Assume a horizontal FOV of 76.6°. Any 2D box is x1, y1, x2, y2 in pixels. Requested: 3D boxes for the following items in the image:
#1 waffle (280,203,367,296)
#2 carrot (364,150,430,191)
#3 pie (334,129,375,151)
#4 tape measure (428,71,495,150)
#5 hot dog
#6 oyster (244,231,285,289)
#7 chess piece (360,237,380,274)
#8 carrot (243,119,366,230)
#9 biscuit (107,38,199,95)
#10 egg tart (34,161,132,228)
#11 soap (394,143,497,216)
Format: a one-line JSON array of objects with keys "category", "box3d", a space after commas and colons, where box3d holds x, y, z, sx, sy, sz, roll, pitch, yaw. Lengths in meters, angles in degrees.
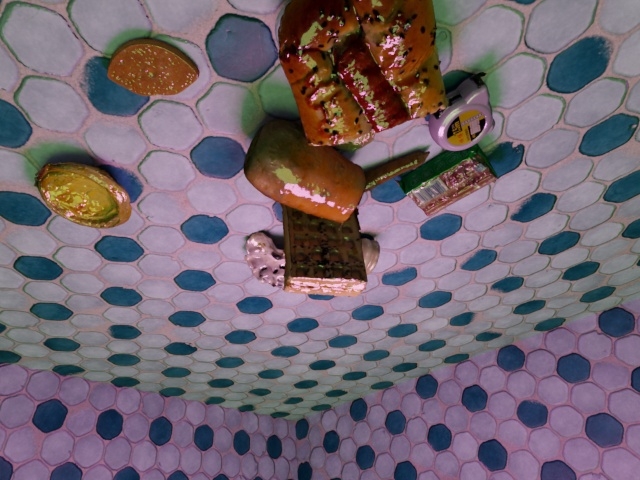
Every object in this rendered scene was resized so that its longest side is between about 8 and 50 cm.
[{"category": "waffle", "box3d": [0.000, 0.000, 1.308, 0.262, 0.375, 0.113, 7, 140, -13]}, {"category": "carrot", "box3d": [0.194, -0.211, 1.320, 0.343, 0.070, 0.070, -20, 139, 15]}, {"category": "pie", "box3d": [0.066, -0.346, 1.143, 0.185, 0.052, 0.218, -9, 139, 9]}, {"category": "tape measure", "box3d": [0.392, -0.351, 1.149, 0.179, 0.105, 0.196, -24, 140, 10]}, {"category": "hot dog", "box3d": [0.094, -0.422, 0.917, 0.368, 0.196, 0.365, -18, 127, 6]}, {"category": "oyster", "box3d": [-0.126, 0.081, 1.610, 0.352, 0.114, 0.237, 2, 132, -18]}, {"category": "chess piece", "box3d": [0.086, 0.032, 1.566, 0.252, 0.144, 0.144, 18, 136, -18]}, {"category": "carrot", "box3d": [-0.043, -0.194, 1.169, 0.341, 0.224, 0.224, 24, 133, -22]}, {"category": "biscuit", "box3d": [-0.414, -0.422, 0.997, 0.221, 0.028, 0.141, -4, 143, -1]}, {"category": "egg tart", "box3d": [-0.721, -0.146, 1.255, 0.280, 0.094, 0.278, -1, 138, 0]}, {"category": "soap", "box3d": [0.414, -0.201, 1.334, 0.274, 0.097, 0.218, -32, 135, 28]}]
